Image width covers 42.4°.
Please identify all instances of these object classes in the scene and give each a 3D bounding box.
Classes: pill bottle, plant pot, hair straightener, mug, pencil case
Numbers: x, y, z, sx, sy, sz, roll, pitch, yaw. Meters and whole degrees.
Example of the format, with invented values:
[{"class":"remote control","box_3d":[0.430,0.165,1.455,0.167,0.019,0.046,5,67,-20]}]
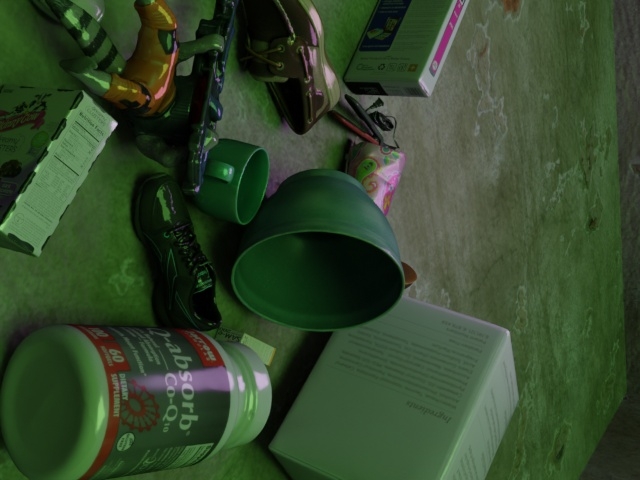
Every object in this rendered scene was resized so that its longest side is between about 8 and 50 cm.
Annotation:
[{"class":"pill bottle","box_3d":[-0.251,0.229,1.197,0.363,0.210,0.210,10,90,-54]},{"class":"plant pot","box_3d":[0.000,0.000,1.449,0.293,0.293,0.196,54,30,-44]},{"class":"hair straightener","box_3d":[0.112,-0.242,1.676,0.089,0.047,0.230,-51,143,8]},{"class":"mug","box_3d":[-0.152,-0.107,1.316,0.157,0.097,0.129,87,24,-51]},{"class":"pencil case","box_3d":[0.078,-0.061,1.646,0.124,0.124,0.284,31,72,-51]}]

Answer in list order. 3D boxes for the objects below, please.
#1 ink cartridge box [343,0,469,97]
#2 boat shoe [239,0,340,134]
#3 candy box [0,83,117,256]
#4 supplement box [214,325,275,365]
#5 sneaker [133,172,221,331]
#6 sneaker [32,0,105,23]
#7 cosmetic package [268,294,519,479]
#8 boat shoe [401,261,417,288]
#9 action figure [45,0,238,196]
[{"class":"ink cartridge box","box_3d":[0.194,-0.455,1.649,0.069,0.176,0.370,41,66,-49]},{"class":"boat shoe","box_3d":[-0.068,-0.314,1.387,0.123,0.123,0.342,-55,148,-21]},{"class":"candy box","box_3d":[-0.366,-0.091,1.007,0.070,0.165,0.196,47,61,-48]},{"class":"supplement box","box_3d":[-0.134,0.187,1.463,0.098,0.062,0.036,36,70,-51]},{"class":"sneaker","box_3d":[-0.211,0.022,1.289,0.101,0.106,0.267,-31,121,-44]},{"class":"sneaker","box_3d":[-0.336,-0.369,1.043,0.087,0.092,0.228,-55,138,-32]},{"class":"cosmetic package","box_3d":[0.164,0.360,1.632,0.393,0.328,0.329,-59,150,-26]},{"class":"boat shoe","box_3d":[0.130,0.090,1.791,0.207,0.073,0.073,-3,138,-49]},{"class":"action figure","box_3d":[-0.227,-0.252,1.153,0.330,0.179,0.341,72,25,-62]}]
